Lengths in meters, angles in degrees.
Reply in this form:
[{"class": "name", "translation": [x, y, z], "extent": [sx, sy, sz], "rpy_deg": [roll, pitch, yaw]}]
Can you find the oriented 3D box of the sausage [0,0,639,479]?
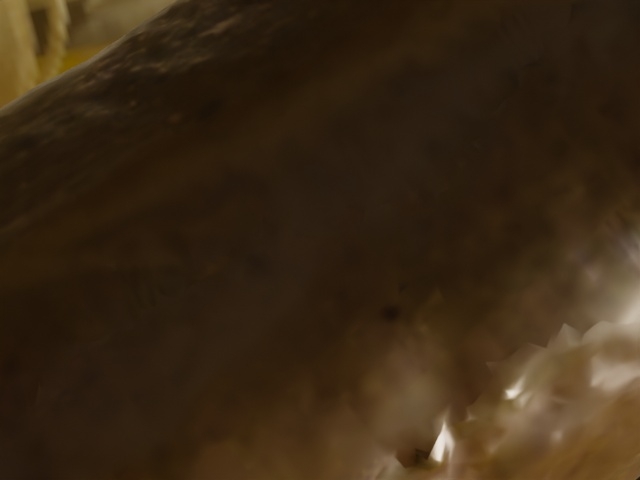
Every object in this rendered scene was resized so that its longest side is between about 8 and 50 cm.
[{"class": "sausage", "translation": [0.001, 0.003, 0.363], "extent": [0.136, 0.501, 0.123], "rpy_deg": [54, -6, -8]}]
